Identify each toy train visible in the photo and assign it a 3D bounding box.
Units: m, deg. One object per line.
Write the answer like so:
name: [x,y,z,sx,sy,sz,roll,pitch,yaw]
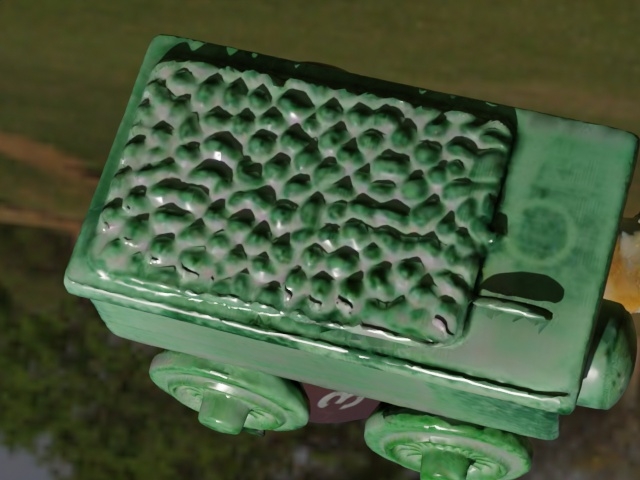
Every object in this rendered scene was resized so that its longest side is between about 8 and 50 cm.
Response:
toy train: [0.019,0.022,0.896,0.266,0.145,0.202,13,159,11]

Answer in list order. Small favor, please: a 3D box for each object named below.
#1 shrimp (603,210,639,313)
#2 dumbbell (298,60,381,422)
shrimp: [0.284,-0.036,1.517,0.287,0.185,0.068,-34,-169,12]
dumbbell: [0.000,0.000,1.261,0.124,0.225,0.140,8,136,-36]
